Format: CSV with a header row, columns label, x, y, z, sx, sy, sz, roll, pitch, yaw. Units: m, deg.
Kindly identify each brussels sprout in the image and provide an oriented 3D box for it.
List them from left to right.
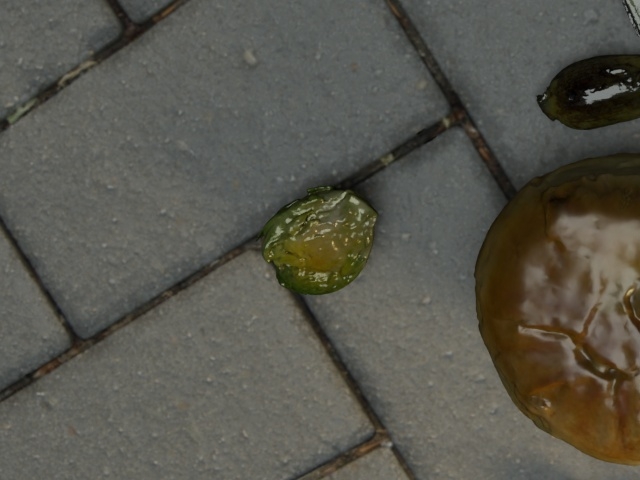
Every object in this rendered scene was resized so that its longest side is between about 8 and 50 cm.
label,x,y,z,sx,sy,sz,roll,pitch,yaw
brussels sprout,0.001,-0.002,1.805,0.181,0.100,0.139,-40,101,17

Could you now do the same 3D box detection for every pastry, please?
label,x,y,z,sx,sy,sz,roll,pitch,yaw
pastry,0.388,0.072,1.639,0.409,0.245,0.410,4,100,20

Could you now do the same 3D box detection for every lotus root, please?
label,x,y,z,sx,sy,sz,roll,pitch,yaw
lotus root,0.360,-0.188,1.678,0.179,0.080,0.089,-11,101,17

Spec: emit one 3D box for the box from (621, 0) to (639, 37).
label,x,y,z,sx,sy,sz,roll,pitch,yaw
box,0.402,-0.297,1.654,0.060,0.063,0.085,-24,95,19
